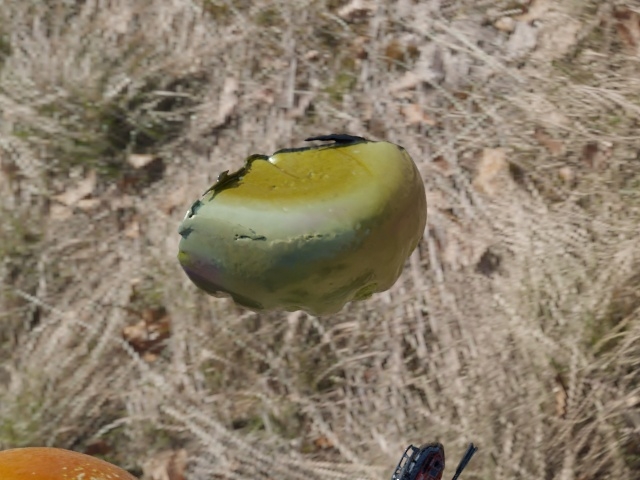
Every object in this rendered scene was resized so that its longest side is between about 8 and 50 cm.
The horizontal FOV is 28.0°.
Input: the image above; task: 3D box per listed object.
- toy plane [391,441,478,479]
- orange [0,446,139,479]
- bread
[{"bbox_3d":[0.095,0.252,1.255,0.060,0.037,0.145,27,85,-5],"label":"toy plane"},{"bbox_3d":[-0.343,0.462,1.634,0.423,0.326,0.424,14,114,35],"label":"orange"},{"bbox_3d":[-0.009,0.006,1.217,0.156,0.260,0.158,-116,23,-51],"label":"bread"}]
